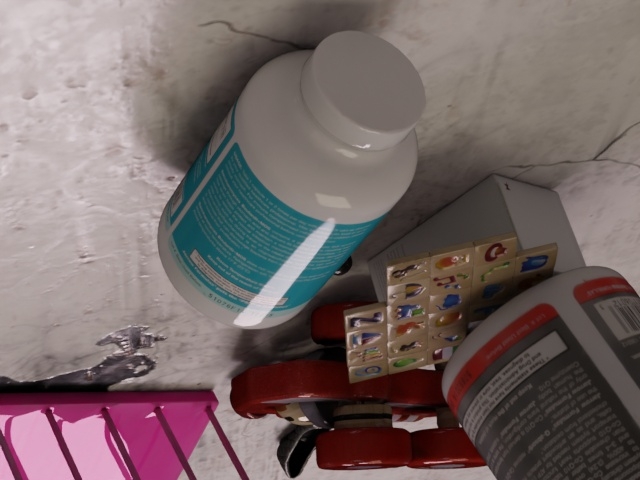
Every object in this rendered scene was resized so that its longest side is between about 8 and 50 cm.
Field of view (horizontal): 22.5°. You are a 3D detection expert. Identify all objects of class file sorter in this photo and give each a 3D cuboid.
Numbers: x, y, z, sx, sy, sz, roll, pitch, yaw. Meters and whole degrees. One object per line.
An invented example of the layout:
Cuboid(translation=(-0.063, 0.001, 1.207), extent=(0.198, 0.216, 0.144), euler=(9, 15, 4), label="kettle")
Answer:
Cuboid(translation=(-0.238, 0.296, 1.720), extent=(0.290, 0.182, 0.202), euler=(3, 129, -38), label="file sorter")

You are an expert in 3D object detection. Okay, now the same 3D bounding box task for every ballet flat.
Cuboid(translation=(-0.006, 0.239, 1.973), extent=(0.057, 0.049, 0.173), euler=(-6, 153, -26), label="ballet flat")

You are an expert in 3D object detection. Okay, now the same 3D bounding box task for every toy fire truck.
Cuboid(translation=(0.035, 0.169, 1.754), extent=(0.302, 0.169, 0.254), euler=(7, 165, -40), label="toy fire truck")

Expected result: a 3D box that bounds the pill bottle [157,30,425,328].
Cuboid(translation=(-0.019, -0.049, 1.255), extent=(0.146, 0.146, 0.264), euler=(-2, 152, -30), label="pill bottle")

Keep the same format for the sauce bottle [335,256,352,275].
Cuboid(translation=(0.000, 0.000, 1.496), extent=(0.042, 0.042, 0.128), euler=(-22, 157, 11), label="sauce bottle")

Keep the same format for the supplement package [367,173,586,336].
Cuboid(translation=(0.153, 0.029, 1.577), extent=(0.105, 0.105, 0.179), euler=(12, 142, -44), label="supplement package")

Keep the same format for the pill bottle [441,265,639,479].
Cuboid(translation=(0.286, 0.220, 1.469), extent=(0.210, 0.363, 0.210), euler=(-26, 154, -14), label="pill bottle")

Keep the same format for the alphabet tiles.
Cuboid(translation=(0.118, 0.062, 1.496), extent=(0.198, 0.009, 0.237), euler=(-13, 152, -4), label="alphabet tiles")
